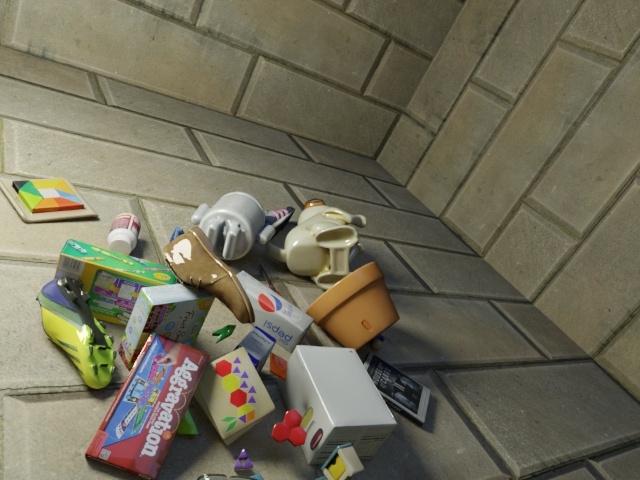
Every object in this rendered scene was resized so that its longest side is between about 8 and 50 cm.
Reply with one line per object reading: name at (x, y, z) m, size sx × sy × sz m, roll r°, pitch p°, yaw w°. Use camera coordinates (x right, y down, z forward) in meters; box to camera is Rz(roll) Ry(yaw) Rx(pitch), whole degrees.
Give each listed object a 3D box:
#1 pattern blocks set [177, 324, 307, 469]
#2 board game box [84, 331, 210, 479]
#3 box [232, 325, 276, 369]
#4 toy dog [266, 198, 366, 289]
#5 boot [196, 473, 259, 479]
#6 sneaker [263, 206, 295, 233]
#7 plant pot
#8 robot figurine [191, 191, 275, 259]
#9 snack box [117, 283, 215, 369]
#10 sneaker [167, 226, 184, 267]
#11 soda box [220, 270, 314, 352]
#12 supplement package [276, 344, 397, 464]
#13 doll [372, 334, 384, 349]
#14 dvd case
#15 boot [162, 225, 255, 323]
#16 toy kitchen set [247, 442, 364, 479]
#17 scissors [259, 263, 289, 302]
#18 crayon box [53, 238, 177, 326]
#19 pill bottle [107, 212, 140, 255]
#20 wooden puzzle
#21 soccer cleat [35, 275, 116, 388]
pattern blocks set at (-0.202, 0.359, 1.140) m, size 0.285 × 0.026 × 0.324 m, roll -16°, pitch 67°, yaw -20°
board game box at (-0.355, 0.342, 1.041) m, size 0.145 × 0.027 × 0.281 m, roll 26°, pitch 48°, yaw -9°
box at (-0.190, 0.316, 1.282) m, size 0.072 × 0.126 × 0.137 m, roll 30°, pitch 24°, yaw 7°
toy dog at (0.000, 0.000, 2.010) m, size 0.395 × 0.284 × 0.408 m, roll -8°, pitch 26°, yaw 8°
boot at (-0.130, 0.524, 0.920) m, size 0.247 × 0.083 × 0.161 m, roll 12°, pitch 33°, yaw 0°
sneaker at (-0.209, -0.103, 2.112) m, size 0.131 × 0.112 × 0.319 m, roll 34°, pitch 23°, yaw 4°
plant pot at (0.127, 0.236, 1.634) m, size 0.203 × 0.291 × 0.291 m, roll 53°, pitch 30°, yaw 14°
robot figurine at (-0.317, -0.059, 1.797) m, size 0.300 × 0.199 × 0.353 m, roll 21°, pitch 24°, yaw -3°
snack box at (-0.377, 0.204, 1.202) m, size 0.174 × 0.207 × 0.070 m, roll -1°, pitch 38°, yaw -50°
sneaker at (-0.449, 0.046, 1.606) m, size 0.090 × 0.081 × 0.232 m, roll 19°, pitch 32°, yaw -27°
soda box at (-0.170, 0.219, 1.535) m, size 0.286 × 0.098 × 0.091 m, roll 34°, pitch 25°, yaw 10°
supplement package at (0.034, 0.424, 1.291) m, size 0.204 × 0.145 × 0.262 m, roll 12°, pitch 28°, yaw -33°
doll at (0.182, 0.320, 1.778) m, size 0.129 × 0.046 × 0.189 m, roll 26°, pitch 29°, yaw -29°
dvd case at (0.234, 0.468, 1.563) m, size 0.239 × 0.029 × 0.179 m, roll 33°, pitch 24°, yaw 7°
boot at (-0.271, 0.102, 1.185) m, size 0.115 × 0.112 × 0.305 m, roll -29°, pitch 61°, yaw -30°
toy kitchen set at (-0.043, 0.500, 1.026) m, size 0.207 × 0.166 × 0.122 m, roll 4°, pitch 35°, yaw -44°
scissors at (-0.159, 0.180, 1.726) m, size 0.109 × 0.021 × 0.297 m, roll 16°, pitch 26°, yaw -21°
crayon box at (-0.529, 0.121, 1.255) m, size 0.278 × 0.165 × 0.081 m, roll 20°, pitch 25°, yaw -20°
pill bottle at (-0.615, -0.016, 1.530) m, size 0.086 × 0.086 × 0.152 m, roll 19°, pitch 26°, yaw -22°
wooden puzzle at (-0.863, -0.140, 1.558) m, size 0.221 × 0.044 × 0.239 m, roll 41°, pitch 26°, yaw 26°
soccer cleat at (-0.565, 0.219, 1.126) m, size 0.289 × 0.121 × 0.093 m, roll 58°, pitch 8°, yaw 17°
